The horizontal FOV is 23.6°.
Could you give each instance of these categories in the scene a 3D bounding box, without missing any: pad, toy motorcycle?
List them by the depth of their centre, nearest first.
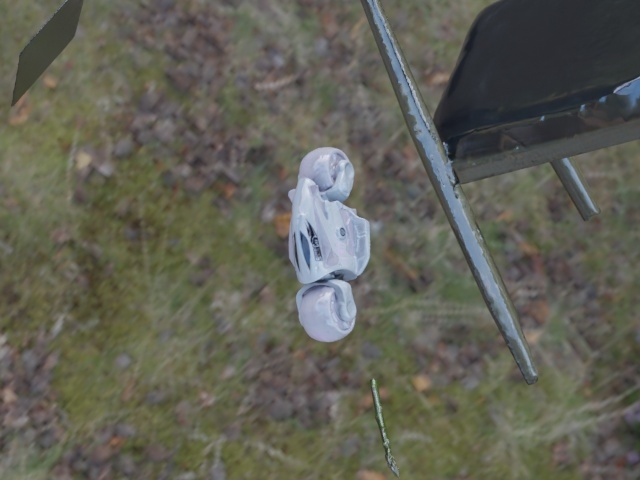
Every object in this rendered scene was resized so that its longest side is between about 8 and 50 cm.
[{"bbox_3d":[-0.281,-0.203,1.582,0.003,0.157,0.112,37,68,-2],"label":"pad"},{"bbox_3d":[0.000,0.000,1.915,0.112,0.112,0.254,10,69,-28],"label":"toy motorcycle"}]

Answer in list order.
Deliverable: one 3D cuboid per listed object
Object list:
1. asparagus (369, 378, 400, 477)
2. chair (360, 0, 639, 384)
[{"bbox_3d":[0.083,0.250,2.037,0.016,0.016,0.162,30,32,-35],"label":"asparagus"},{"bbox_3d":[0.142,-0.088,0.784,0.272,0.188,0.166,58,37,-28],"label":"chair"}]
